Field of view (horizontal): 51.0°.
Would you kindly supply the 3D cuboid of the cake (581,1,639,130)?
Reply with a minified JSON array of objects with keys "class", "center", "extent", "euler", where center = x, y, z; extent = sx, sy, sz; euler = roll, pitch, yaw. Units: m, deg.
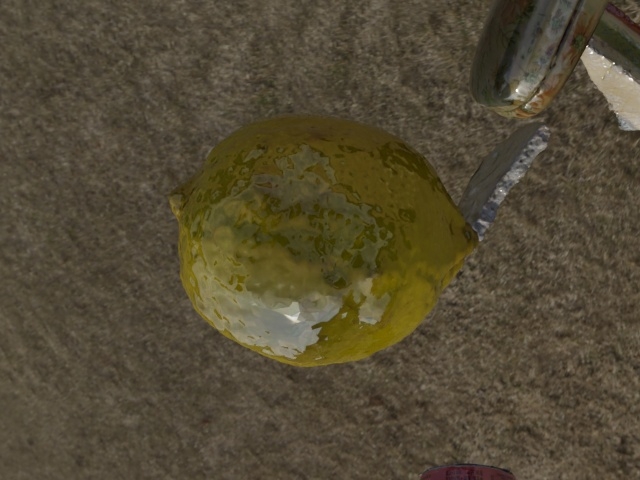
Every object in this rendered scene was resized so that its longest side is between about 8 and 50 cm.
[{"class":"cake","center":[0.443,-0.244,0.930],"extent":[0.117,0.086,0.220],"euler":[9,149,49]}]

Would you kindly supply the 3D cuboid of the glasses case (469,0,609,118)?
[{"class":"glasses case","center":[0.278,-0.338,0.720],"extent":[0.098,0.156,0.425],"euler":[19,102,-13]}]

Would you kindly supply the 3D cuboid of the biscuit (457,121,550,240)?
[{"class":"biscuit","center":[0.272,-0.087,1.075],"extent":[0.032,0.133,0.250],"euler":[27,106,-12]}]

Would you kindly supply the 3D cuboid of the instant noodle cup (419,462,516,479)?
[{"class":"instant noodle cup","center":[0.242,0.508,1.079],"extent":[0.244,0.255,0.244],"euler":[3,146,2]}]

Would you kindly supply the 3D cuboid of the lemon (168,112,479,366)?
[{"class":"lemon","center":[0.000,0.000,0.707],"extent":[0.322,0.268,0.268],"euler":[15,117,3]}]
